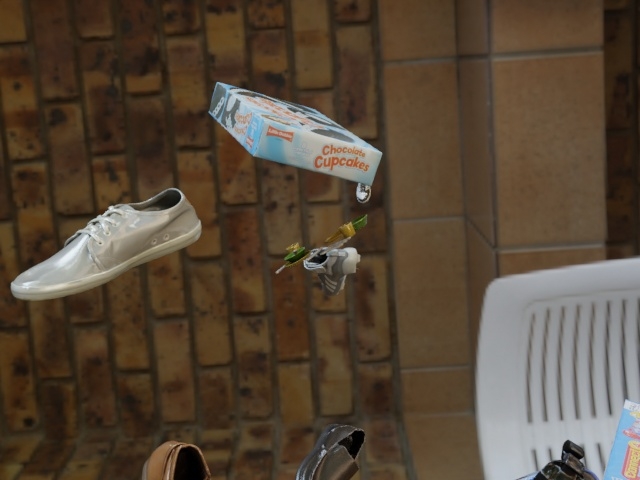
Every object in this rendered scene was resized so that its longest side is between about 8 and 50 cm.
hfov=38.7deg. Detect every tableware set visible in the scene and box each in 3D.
[{"bbox_3d":[0.000,0.000,1.396,0.104,0.154,0.024,-40,-78,-48],"label":"tableware set"}]

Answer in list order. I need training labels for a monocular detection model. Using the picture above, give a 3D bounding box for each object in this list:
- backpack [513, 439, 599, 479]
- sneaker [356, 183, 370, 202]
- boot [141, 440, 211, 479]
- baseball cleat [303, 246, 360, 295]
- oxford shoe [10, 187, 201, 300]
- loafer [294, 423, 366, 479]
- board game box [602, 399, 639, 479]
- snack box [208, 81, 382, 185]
[{"bbox_3d":[0.240,0.421,1.122,0.213,0.264,0.276,89,165,-67],"label":"backpack"},{"bbox_3d":[0.089,-0.121,1.908,0.037,0.032,0.083,47,-133,-65],"label":"sneaker"},{"bbox_3d":[-0.208,0.456,1.433,0.220,0.109,0.283,142,123,-61],"label":"boot"},{"bbox_3d":[0.012,0.057,1.888,0.206,0.110,0.072,121,156,-61],"label":"baseball cleat"},{"bbox_3d":[-0.448,0.002,1.905,0.169,0.449,0.130,15,123,44],"label":"oxford shoe"},{"bbox_3d":[0.021,0.387,1.567,0.080,0.078,0.220,57,-149,-19],"label":"loafer"},{"bbox_3d":[0.479,0.458,1.463,0.308,0.086,0.301,-30,-47,-62],"label":"board game box"},{"bbox_3d":[-0.050,-0.171,1.420,0.322,0.187,0.060,-134,59,-63],"label":"snack box"}]
